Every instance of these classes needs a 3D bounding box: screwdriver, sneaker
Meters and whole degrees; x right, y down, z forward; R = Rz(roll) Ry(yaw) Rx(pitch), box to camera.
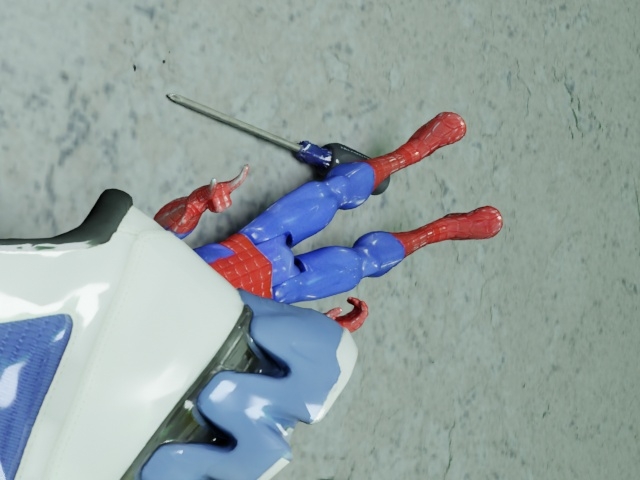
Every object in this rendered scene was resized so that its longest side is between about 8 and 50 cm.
[{"bbox_3d":[-0.021,-0.058,0.769,0.170,0.024,0.025,24,44,-41],"label":"screwdriver"},{"bbox_3d":[-0.153,0.095,0.545,0.182,0.127,0.315,44,76,-5],"label":"sneaker"}]

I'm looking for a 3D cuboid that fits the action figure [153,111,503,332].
[{"bbox_3d":[0.000,0.000,0.685,0.280,0.139,0.091,-24,92,-36],"label":"action figure"}]
